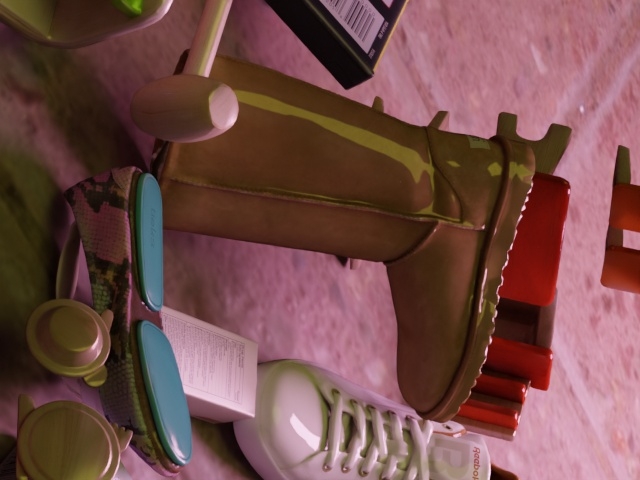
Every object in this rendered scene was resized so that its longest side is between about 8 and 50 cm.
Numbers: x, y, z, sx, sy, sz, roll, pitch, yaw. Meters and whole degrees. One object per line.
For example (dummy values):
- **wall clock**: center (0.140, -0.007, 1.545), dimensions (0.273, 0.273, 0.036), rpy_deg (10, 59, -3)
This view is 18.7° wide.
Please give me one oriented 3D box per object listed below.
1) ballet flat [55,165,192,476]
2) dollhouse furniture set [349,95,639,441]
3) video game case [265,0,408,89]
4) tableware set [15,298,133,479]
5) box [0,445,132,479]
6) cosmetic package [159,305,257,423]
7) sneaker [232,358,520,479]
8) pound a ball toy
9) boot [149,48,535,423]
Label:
- **ballet flat**: center (-0.135, 0.057, 1.284), dimensions (0.077, 0.079, 0.222), rpy_deg (48, 30, -64)
- **dollhouse furniture set**: center (0.151, 0.030, 1.573), dimensions (0.259, 0.262, 0.135), rpy_deg (89, 18, -49)
- **video game case**: center (-0.018, -0.295, 1.559), dimensions (0.275, 0.035, 0.248), rpy_deg (46, 43, -21)
- **tableware set**: center (-0.193, 0.086, 1.182), dimensions (0.168, 0.020, 0.141), rpy_deg (14, 56, -18)
- **box**: center (-0.160, 0.208, 1.211), dimensions (0.137, 0.072, 0.126), rpy_deg (62, 38, -23)
- **cosmetic package**: center (-0.095, 0.088, 1.367), dimensions (0.115, 0.041, 0.060), rpy_deg (28, 58, -49)
- **sneaker**: center (0.055, 0.156, 1.493), dimensions (0.290, 0.123, 0.106), rpy_deg (30, 58, -46)
- **pound a ball toy**: center (-0.145, -0.239, 1.314), dimensions (0.208, 0.135, 0.319), rpy_deg (34, 55, -45)
- **boot**: center (0.000, 0.000, 1.424), dimensions (0.269, 0.089, 0.236), rpy_deg (11, 99, -17)
